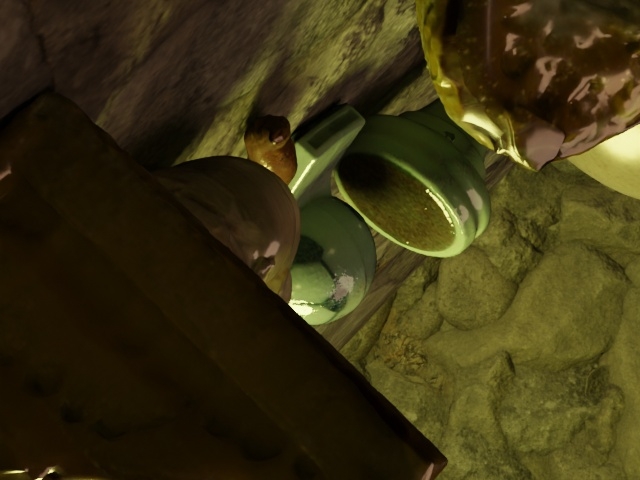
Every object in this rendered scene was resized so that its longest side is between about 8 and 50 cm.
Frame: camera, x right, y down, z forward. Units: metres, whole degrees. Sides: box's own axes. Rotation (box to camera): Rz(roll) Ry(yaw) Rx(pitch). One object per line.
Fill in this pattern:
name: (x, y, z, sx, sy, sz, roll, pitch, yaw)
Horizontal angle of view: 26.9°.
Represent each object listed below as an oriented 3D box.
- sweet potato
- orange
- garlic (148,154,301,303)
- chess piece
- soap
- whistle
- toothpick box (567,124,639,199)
sweet potato: (-0.045, -0.085, 1.217, 0.050, 0.050, 0.214, -45, 173, -9)
orange: (0.221, -0.260, 1.125, 0.369, 0.271, 0.210, -49, -146, 17)
garlic: (-0.114, 0.026, 1.077, 0.228, 0.152, 0.228, -41, 162, -17)
chess piece: (0.169, -0.145, 1.583, 0.299, 0.194, 0.194, -52, 174, -24)
soap: (-0.142, 0.131, 0.820, 0.304, 0.338, 0.169, -47, 169, -1)
whistle: (0.000, 0.000, 1.468, 0.163, 0.163, 0.290, -38, 169, -40)
toothpick box: (0.417, -0.278, 1.384, 0.409, 0.409, 0.425, -37, 166, -43)
